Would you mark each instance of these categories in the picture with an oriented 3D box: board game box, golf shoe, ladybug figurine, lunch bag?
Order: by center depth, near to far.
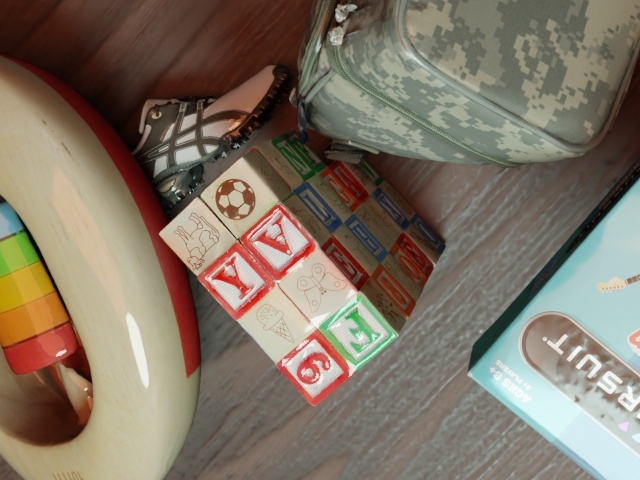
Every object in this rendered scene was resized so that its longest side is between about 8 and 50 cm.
[{"bbox_3d":[0.299,0.034,0.786,0.254,0.079,0.336,39,105,2],"label":"board game box"},{"bbox_3d":[0.108,-0.207,0.944,0.213,0.256,0.305,22,81,-22],"label":"lunch bag"},{"bbox_3d":[-0.241,0.024,1.108,0.305,0.162,0.449,-12,102,39],"label":"ladybug figurine"},{"bbox_3d":[-0.116,-0.108,1.128,0.198,0.077,0.094,-40,91,14],"label":"golf shoe"}]

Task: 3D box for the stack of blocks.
[{"bbox_3d":[0.000,0.000,1.012,0.087,0.297,0.171,-42,90,17],"label":"stack of blocks"}]
